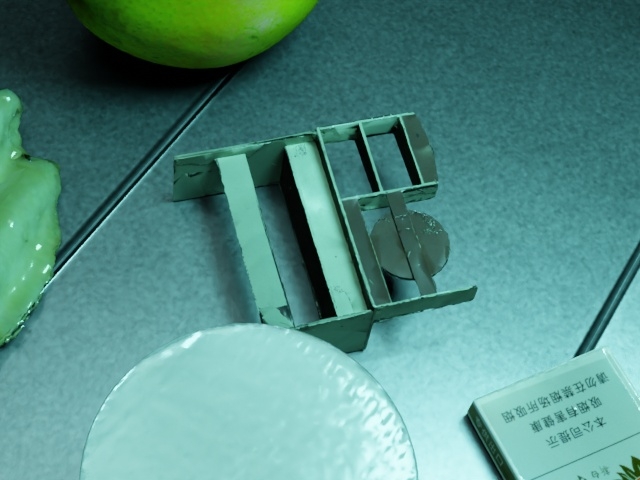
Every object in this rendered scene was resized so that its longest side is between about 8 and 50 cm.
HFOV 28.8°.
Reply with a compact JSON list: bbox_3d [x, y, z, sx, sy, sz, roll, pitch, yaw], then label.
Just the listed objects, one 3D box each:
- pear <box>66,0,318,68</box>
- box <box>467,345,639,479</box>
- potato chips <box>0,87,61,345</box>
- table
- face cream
[{"bbox_3d":[-0.097,-0.212,0.886,0.219,0.187,0.187,-28,66,-39],"label":"pear"},{"bbox_3d":[0.187,0.169,0.788,0.109,0.029,0.198,-19,63,-18],"label":"box"},{"bbox_3d":[-0.373,0.020,0.782,0.358,0.070,0.429,26,61,3],"label":"potato chips"},{"bbox_3d":[0.000,0.000,0.845,0.175,0.062,0.146,-10,61,-13],"label":"table"},{"bbox_3d":[-0.043,0.155,0.693,0.177,0.153,0.177,3,60,-5],"label":"face cream"}]
